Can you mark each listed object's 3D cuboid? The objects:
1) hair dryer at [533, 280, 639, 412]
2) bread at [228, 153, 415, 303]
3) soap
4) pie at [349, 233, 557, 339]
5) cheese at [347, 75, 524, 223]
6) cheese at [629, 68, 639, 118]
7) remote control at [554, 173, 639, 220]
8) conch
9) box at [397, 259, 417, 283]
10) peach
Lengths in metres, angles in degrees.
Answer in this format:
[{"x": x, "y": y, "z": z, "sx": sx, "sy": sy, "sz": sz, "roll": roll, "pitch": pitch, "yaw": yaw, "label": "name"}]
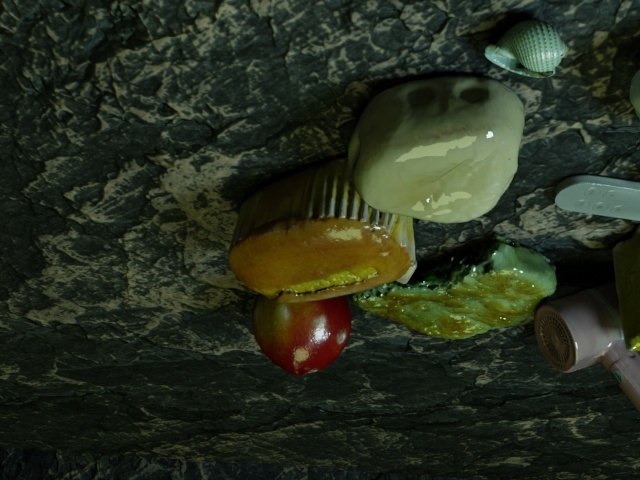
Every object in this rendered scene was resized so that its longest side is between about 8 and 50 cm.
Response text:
[{"x": 0.534, "y": 0.220, "z": 1.204, "sx": 0.210, "sy": 0.353, "sz": 0.125, "roll": -15, "pitch": 139, "yaw": -14, "label": "hair dryer"}, {"x": 0.000, "y": 0.000, "z": 1.107, "sx": 0.288, "sy": 0.156, "sz": 0.204, "roll": -13, "pitch": 144, "yaw": 27, "label": "bread"}, {"x": 0.639, "y": 0.095, "z": 1.180, "sx": 0.314, "sy": 0.199, "sz": 0.091, "roll": 7, "pitch": 156, "yaw": -11, "label": "soap"}, {"x": 0.244, "y": 0.097, "z": 1.331, "sx": 0.371, "sy": 0.078, "sz": 0.296, "roll": -11, "pitch": 146, "yaw": 25, "label": "pie"}, {"x": 0.153, "y": -0.106, "z": 0.939, "sx": 0.235, "sy": 0.117, "sz": 0.218, "roll": -23, "pitch": 139, "yaw": 26, "label": "cheese"}, {"x": 0.467, "y": -0.147, "z": 0.815, "sx": 0.198, "sy": 0.154, "sz": 0.189, "roll": -14, "pitch": 128, "yaw": 34, "label": "cheese"}, {"x": 0.468, "y": -0.060, "z": 1.096, "sx": 0.244, "sy": 0.022, "sz": 0.077, "roll": 8, "pitch": 151, "yaw": -8, "label": "remote control"}, {"x": 0.232, "y": -0.216, "z": 0.820, "sx": 0.085, "sy": 0.057, "sz": 0.076, "roll": 25, "pitch": 175, "yaw": 21, "label": "conch"}, {"x": 0.102, "y": 0.029, "z": 1.225, "sx": 0.115, "sy": 0.025, "sz": 0.048, "roll": 29, "pitch": 119, "yaw": 0, "label": "box"}, {"x": -0.032, "y": 0.151, "z": 1.326, "sx": 0.197, "sy": 0.197, "sz": 0.197, "roll": 2, "pitch": 150, "yaw": 1, "label": "peach"}]
